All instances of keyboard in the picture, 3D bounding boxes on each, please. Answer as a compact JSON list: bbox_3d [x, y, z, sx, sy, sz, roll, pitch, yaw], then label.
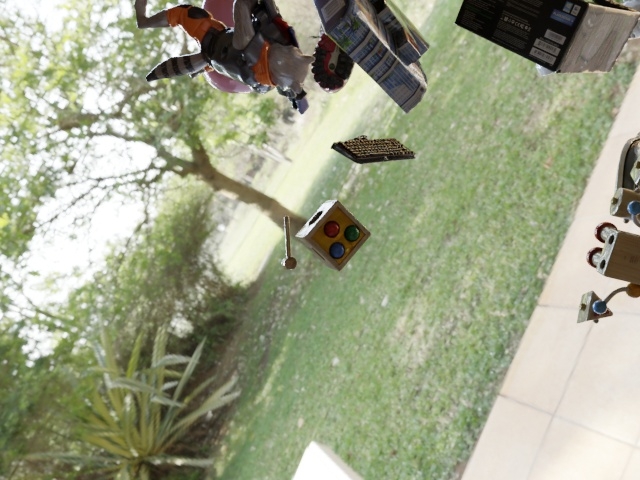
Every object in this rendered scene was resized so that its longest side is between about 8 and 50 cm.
[{"bbox_3d":[0.099,-0.185,1.255,0.180,0.108,0.023,-11,-54,-44],"label":"keyboard"}]

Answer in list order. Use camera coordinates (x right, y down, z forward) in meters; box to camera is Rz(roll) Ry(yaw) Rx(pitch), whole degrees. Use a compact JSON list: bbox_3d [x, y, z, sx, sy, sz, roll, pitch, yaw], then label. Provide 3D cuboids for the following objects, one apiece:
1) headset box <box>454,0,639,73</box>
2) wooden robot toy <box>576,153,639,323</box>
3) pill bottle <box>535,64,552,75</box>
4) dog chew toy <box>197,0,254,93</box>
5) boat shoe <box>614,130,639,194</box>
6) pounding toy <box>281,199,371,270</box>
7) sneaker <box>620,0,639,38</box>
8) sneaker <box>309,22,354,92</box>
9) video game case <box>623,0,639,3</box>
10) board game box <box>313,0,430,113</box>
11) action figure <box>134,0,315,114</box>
[{"bbox_3d":[0.457,-0.441,1.265,0.283,0.246,0.131,-14,-46,-44],"label":"headset box"},{"bbox_3d":[0.296,0.008,0.578,0.076,0.078,0.174,-53,-22,-75],"label":"wooden robot toy"},{"bbox_3d":[0.616,-0.606,1.768,0.153,0.265,0.153,-29,13,7],"label":"pill bottle"},{"bbox_3d":[-0.203,-0.540,1.575,0.207,0.206,0.332,-87,-1,-67],"label":"dog chew toy"},{"bbox_3d":[0.675,-0.152,1.299,0.319,0.099,0.116,-34,-51,-46],"label":"boat shoe"},{"bbox_3d":[-0.010,-0.002,1.577,0.206,0.181,0.094,-49,16,-10],"label":"pounding toy"},{"bbox_3d":[0.672,-0.482,1.448,0.095,0.090,0.235,-50,32,-10],"label":"sneaker"},{"bbox_3d":[0.044,-0.479,1.417,0.112,0.120,0.300,-56,-17,-83],"label":"sneaker"},{"bbox_3d":[1.013,-0.848,1.976,0.190,0.022,0.173,-30,70,48],"label":"video game case"},{"bbox_3d":[0.071,-0.247,0.752,0.060,0.194,0.194,-38,42,23],"label":"board game box"},{"bbox_3d":[-0.150,-0.320,1.187,0.179,0.330,0.341,-60,-34,-20],"label":"action figure"}]
